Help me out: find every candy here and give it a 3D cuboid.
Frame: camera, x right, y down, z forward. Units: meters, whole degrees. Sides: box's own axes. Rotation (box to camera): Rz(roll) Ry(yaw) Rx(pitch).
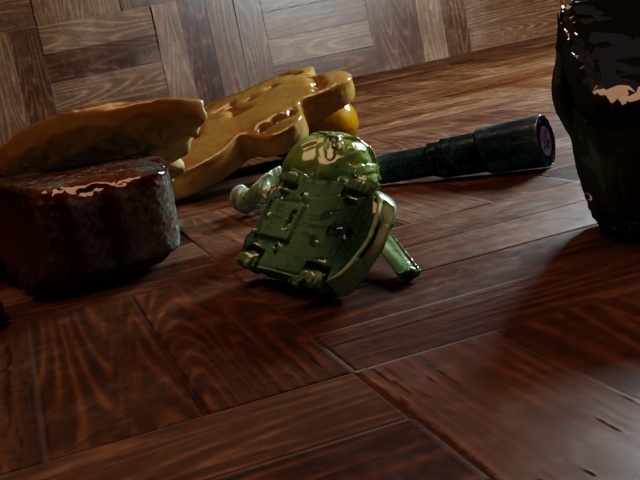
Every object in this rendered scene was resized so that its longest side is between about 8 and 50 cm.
[{"bbox_3d":[0.029,-0.026,0.881,0.093,0.092,0.335,24,11,-16],"label":"candy"}]

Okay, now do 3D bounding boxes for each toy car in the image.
[{"bbox_3d":[0.000,0.000,0.773,0.093,0.058,0.186,-60,27,-9],"label":"toy car"}]

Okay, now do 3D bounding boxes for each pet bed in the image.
[{"bbox_3d":[0.281,-0.091,0.759,0.210,0.159,0.183,-11,37,7],"label":"pet bed"}]

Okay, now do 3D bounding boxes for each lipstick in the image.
[{"bbox_3d":[0.130,-0.090,1.121,0.234,0.053,0.053,-6,12,33],"label":"lipstick"}]

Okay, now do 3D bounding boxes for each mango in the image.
[{"bbox_3d":[-0.022,-0.165,1.547,0.165,0.089,0.115,-7,21,37],"label":"mango"}]

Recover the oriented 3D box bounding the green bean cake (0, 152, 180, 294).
[{"bbox_3d":[-0.231,-0.017,0.994,0.198,0.097,0.232,-12,11,-12],"label":"green bean cake"}]

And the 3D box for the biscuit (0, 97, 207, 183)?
[{"bbox_3d":[-0.254,-0.078,1.160,0.204,0.040,0.309,-3,-16,-24],"label":"biscuit"}]

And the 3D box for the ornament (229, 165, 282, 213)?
[{"bbox_3d":[-0.061,-0.050,1.132,0.068,0.041,0.092,-33,25,-9],"label":"ornament"}]

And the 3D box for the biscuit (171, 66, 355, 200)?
[{"bbox_3d":[-0.128,-0.149,1.429,0.355,0.052,0.275,-29,24,-16],"label":"biscuit"}]

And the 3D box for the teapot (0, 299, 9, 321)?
[{"bbox_3d":[-0.315,0.048,0.841,0.129,0.078,0.098,2,-29,-5],"label":"teapot"}]
